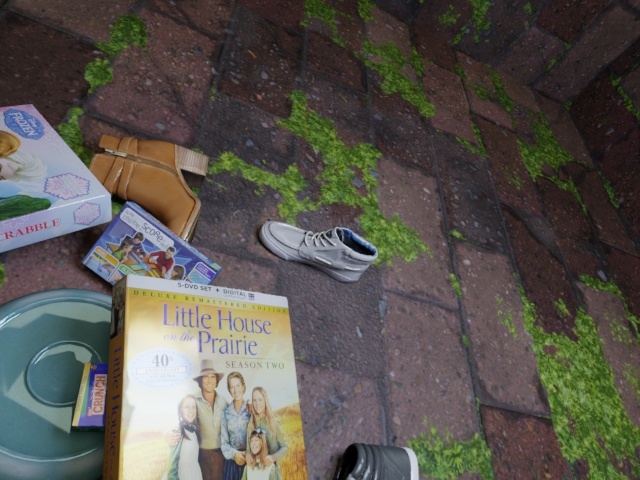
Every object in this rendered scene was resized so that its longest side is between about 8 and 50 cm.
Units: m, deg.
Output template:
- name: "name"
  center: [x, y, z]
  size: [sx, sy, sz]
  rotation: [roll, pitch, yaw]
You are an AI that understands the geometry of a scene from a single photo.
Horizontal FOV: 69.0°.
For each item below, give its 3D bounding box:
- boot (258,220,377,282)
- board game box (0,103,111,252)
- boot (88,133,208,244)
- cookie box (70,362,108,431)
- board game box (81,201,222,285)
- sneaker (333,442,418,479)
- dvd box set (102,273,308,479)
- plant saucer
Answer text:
- name: "boot"
  center: [0.000, 0.000, 1.042]
  size: [0.259, 0.123, 0.095]
  rotation: [23, 48, -15]
- name: "board game box"
  center: [-0.571, -0.102, 0.758]
  size: [0.319, 0.065, 0.318]
  rotation: [41, 43, 24]
- name: "boot"
  center: [-0.348, -0.093, 0.918]
  size: [0.221, 0.109, 0.283]
  rotation: [11, 59, -18]
- name: "cookie box"
  center: [-0.298, 0.232, 0.683]
  size: [0.107, 0.040, 0.091]
  rotation: [11, 53, -23]
- name: "board game box"
  center: [-0.298, 0.044, 0.829]
  size: [0.201, 0.136, 0.035]
  rotation: [38, 1, -2]
- name: "sneaker"
  center: [0.082, 0.472, 0.755]
  size: [0.147, 0.104, 0.295]
  rotation: [22, 42, -14]
- name: "dvd box set"
  center: [-0.159, 0.272, 0.700]
  size: [0.308, 0.062, 0.419]
  rotation: [16, 55, -41]
- name: "plant saucer"
  center: [-0.387, 0.205, 0.708]
  size: [0.318, 0.043, 0.317]
  rotation: [17, 50, -21]
